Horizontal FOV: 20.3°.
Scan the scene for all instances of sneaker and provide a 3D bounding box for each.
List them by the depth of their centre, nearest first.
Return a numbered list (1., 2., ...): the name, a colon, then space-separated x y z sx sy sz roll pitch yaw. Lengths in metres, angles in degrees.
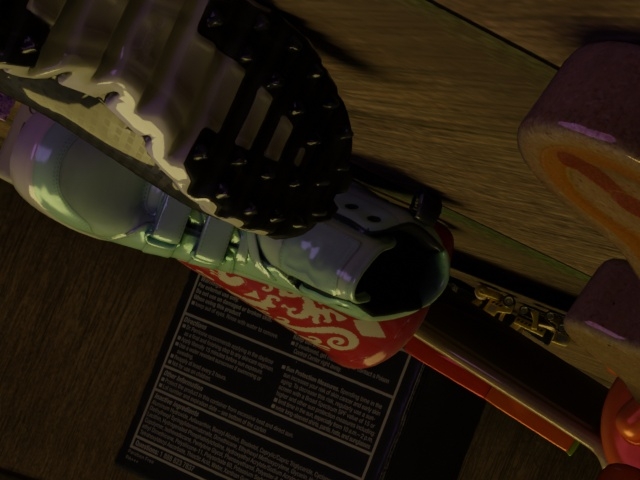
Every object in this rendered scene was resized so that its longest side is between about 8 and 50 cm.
1. sneaker: -0.081 -0.073 0.664 0.106 0.078 0.234 23 174 46
2. sneaker: -0.041 -0.020 1.028 0.256 0.094 0.151 13 -172 -33

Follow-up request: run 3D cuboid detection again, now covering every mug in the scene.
1. mug: -0.004 -0.005 1.225 0.169 0.150 0.113 30 -151 -37

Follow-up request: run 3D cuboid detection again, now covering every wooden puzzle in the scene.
1. wooden puzzle: 0.153 0.105 1.441 0.238 0.044 0.221 37 -168 13

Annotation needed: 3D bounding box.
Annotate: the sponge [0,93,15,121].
1. sponge: -0.376 -0.159 1.550 0.210 0.031 0.117 25 176 -39

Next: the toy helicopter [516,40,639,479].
1. toy helicopter: 0.171 0.052 0.596 0.235 0.140 0.355 28 169 40

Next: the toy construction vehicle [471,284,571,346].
1. toy construction vehicle: 0.181 0.074 1.618 0.098 0.035 0.086 22 177 5

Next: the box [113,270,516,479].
1. box: -0.001 0.151 1.806 0.296 0.294 0.183 21 179 30

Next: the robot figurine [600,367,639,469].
1. robot figurine: 0.278 0.144 1.303 0.158 0.128 0.219 8 172 21

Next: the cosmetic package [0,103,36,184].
1. cosmetic package: -0.124 -0.041 1.361 0.231 0.085 0.117 21 177 37
